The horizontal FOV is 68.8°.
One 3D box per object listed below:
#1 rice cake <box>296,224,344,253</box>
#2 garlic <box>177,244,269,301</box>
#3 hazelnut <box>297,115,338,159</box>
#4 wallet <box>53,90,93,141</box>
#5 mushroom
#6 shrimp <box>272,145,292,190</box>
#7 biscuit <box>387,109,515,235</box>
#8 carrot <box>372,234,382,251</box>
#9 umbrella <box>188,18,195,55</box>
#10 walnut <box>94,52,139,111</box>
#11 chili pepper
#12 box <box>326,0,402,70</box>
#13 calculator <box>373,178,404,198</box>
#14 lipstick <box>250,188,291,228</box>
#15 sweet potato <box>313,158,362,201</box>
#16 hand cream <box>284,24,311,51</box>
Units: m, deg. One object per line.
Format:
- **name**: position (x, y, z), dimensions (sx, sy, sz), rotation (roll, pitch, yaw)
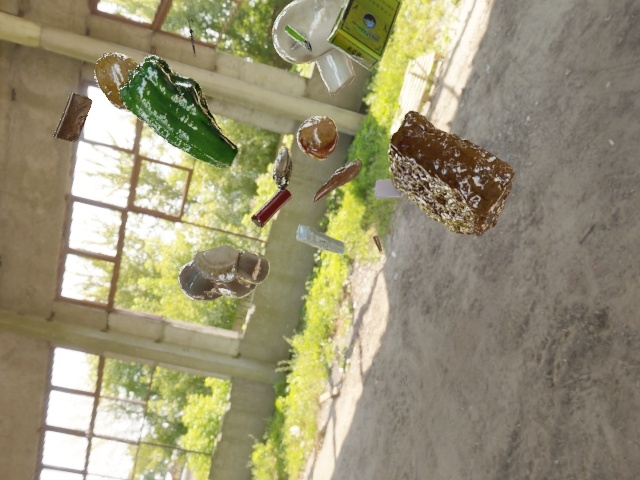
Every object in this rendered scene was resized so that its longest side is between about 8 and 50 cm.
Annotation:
- **rice cake**: position (0.000, 0.000, 1.938), dimensions (0.336, 0.063, 0.066), rotation (20, -110, -57)
- **garlic**: position (-0.302, 0.111, 1.465), dimensions (0.325, 0.278, 0.132), rotation (73, -171, -71)
- **hazelnut**: position (-0.018, -0.421, 1.921), dimensions (0.182, 0.182, 0.182), rotation (-166, 90, -82)
- **wallet**: position (-0.883, -0.440, 1.677), dimensions (0.176, 0.026, 0.095), rotation (-61, -19, 11)
- **mushroom**: position (0.021, -0.741, 1.666), dimensions (0.325, 0.353, 0.353), rotation (-51, 16, 19)
- **shrimp**: position (-0.149, -0.263, 1.834), dimensions (0.145, 0.059, 0.254), rotation (82, -170, -48)
- **biscuit**: position (0.395, -0.193, 1.497), dimensions (0.166, 0.395, 0.343), rotation (-47, -24, -13)
- **carrot**: position (0.303, 0.016, 2.469), dimensions (0.032, 0.032, 0.093), rotation (120, 133, -63)
- **umbrella**: position (-0.547, -0.860, 1.986), dimensions (0.022, 0.022, 0.149), rotation (-126, 33, -60)
- **walnut**: position (-0.663, -0.531, 1.575), dimensions (0.167, 0.207, 0.167), rotation (-26, 26, 14)
- **chili pepper**: position (-0.405, -0.387, 1.414), dimensions (0.167, 0.385, 0.213), rotation (-23, 40, 39)
- **box**: position (0.118, -0.571, 1.219), dimensions (0.064, 0.141, 0.220), rotation (-24, 41, 62)
- **calculator**: position (0.345, -0.258, 2.333), dimensions (0.032, 0.175, 0.100), rotation (30, -116, -61)
- **lipstick**: position (-0.234, -0.159, 2.236), dimensions (0.241, 0.080, 0.080), rotation (-49, -8, -31)
- **sweet potato**: position (0.068, -0.216, 1.641), dimensions (0.255, 0.058, 0.078), rotation (-33, 20, 41)
- **hand cream**: position (-0.063, -0.590, 1.359), dimensions (0.023, 0.122, 0.036), rotation (-38, -30, -6)
